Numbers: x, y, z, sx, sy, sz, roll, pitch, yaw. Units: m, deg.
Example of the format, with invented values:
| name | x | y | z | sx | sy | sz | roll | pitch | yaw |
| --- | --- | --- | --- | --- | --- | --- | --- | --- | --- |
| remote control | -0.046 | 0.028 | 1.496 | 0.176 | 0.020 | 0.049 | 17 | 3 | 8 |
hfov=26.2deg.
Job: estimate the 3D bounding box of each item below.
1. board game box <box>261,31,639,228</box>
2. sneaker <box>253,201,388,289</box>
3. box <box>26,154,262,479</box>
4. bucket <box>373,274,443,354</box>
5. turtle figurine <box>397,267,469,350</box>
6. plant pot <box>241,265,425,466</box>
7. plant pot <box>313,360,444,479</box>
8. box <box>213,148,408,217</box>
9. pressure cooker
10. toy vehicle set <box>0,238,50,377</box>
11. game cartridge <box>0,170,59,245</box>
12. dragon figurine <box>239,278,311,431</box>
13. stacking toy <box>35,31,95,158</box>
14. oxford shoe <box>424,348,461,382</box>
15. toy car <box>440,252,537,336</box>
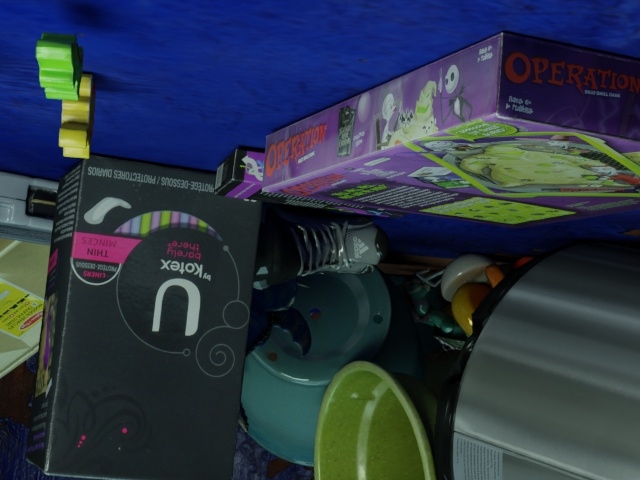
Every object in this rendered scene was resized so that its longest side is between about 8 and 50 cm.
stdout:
| name | x | y | z | sx | sy | sz | roll | pitch | yaw |
| --- | --- | --- | --- | --- | --- | --- | --- | --- | --- |
| board game box | 0.116 | -0.053 | 0.834 | 0.208 | 0.056 | 0.347 | 4 | 175 | -21 |
| sneaker | 0.000 | 0.000 | 1.341 | 0.132 | 0.086 | 0.229 | 0 | -176 | 4 |
| box | -0.158 | 0.074 | 1.217 | 0.165 | 0.270 | 0.143 | 7 | 174 | -18 |
| bucket | 0.169 | 0.157 | 2.140 | 0.281 | 0.183 | 0.281 | 5 | 174 | 1 |
| turtle figurine | 0.187 | 0.092 | 1.865 | 0.175 | 0.118 | 0.234 | 8 | 179 | -20 |
| plant pot | 0.001 | 0.125 | 1.733 | 0.272 | 0.271 | 0.255 | 5 | 159 | 4 |
| plant pot | 0.165 | 0.266 | 1.557 | 0.254 | 0.276 | 0.276 | -2 | 178 | -25 |
| box | 0.002 | -0.044 | 1.101 | 0.162 | 0.029 | 0.116 | 8 | 175 | -11 |
| pressure cooker | 0.364 | 0.207 | 1.291 | 0.420 | 0.375 | 0.370 | 12 | 154 | 51 |
| toy vehicle set | -0.375 | 0.072 | 1.655 | 0.267 | 0.035 | 0.166 | -35 | 139 | 20 |
| game cartridge | -0.273 | -0.024 | 1.453 | 0.294 | 0.060 | 0.196 | 11 | 169 | -39 |
| dragon figurine | -0.057 | 0.077 | 1.454 | 0.144 | 0.085 | 0.289 | -12 | -152 | -6 |
| stacking toy | -0.211 | -0.094 | 0.752 | 0.167 | 0.052 | 0.221 | 5 | 172 | -6 |
| oxford shoe | 0.194 | 0.195 | 1.932 | 0.146 | 0.397 | 0.140 | 43 | 170 | -5 |
| toy car | 0.241 | 0.077 | 1.620 | 0.136 | 0.159 | 0.182 | -42 | 145 | 26 |
